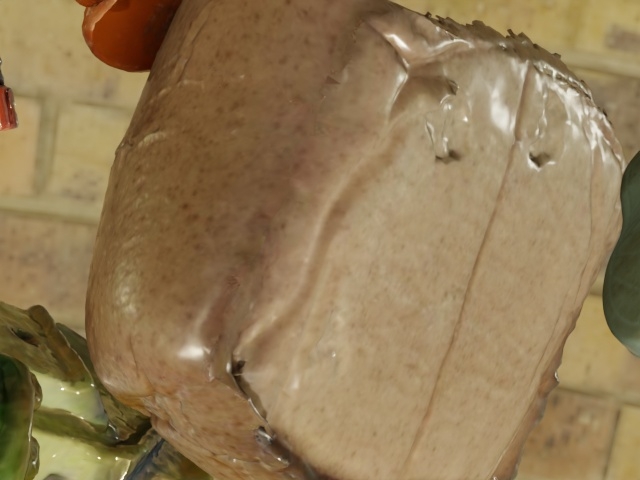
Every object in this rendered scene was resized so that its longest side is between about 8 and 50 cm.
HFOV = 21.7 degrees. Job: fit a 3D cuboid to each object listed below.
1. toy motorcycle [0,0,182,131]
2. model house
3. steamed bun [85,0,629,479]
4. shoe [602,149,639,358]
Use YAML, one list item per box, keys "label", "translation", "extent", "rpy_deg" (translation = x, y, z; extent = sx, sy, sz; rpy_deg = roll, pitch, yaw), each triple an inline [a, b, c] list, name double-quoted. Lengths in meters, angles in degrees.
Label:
- label: "toy motorcycle"
  translation: [-0.159, -0.178, 0.880]
  extent: [0.326, 0.221, 0.148]
  rpy_deg: [-17, 178, 38]
- label: "model house"
  translation: [-0.215, 0.198, 1.043]
  extent: [0.266, 0.321, 0.261]
  rpy_deg: [24, -163, -41]
- label: "steamed bun"
  translation: [0.000, 0.000, 0.830]
  extent: [0.199, 0.251, 0.301]
  rpy_deg: [21, 177, 37]
- label: "shoe"
  translation: [0.166, 0.001, 0.684]
  extent: [0.078, 0.079, 0.195]
  rpy_deg: [37, -157, -8]
